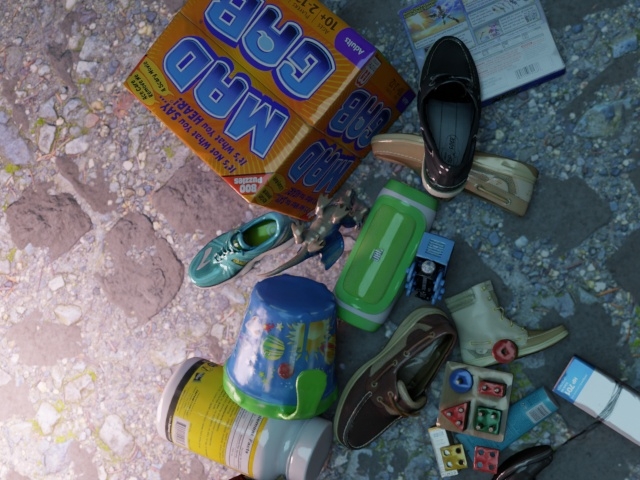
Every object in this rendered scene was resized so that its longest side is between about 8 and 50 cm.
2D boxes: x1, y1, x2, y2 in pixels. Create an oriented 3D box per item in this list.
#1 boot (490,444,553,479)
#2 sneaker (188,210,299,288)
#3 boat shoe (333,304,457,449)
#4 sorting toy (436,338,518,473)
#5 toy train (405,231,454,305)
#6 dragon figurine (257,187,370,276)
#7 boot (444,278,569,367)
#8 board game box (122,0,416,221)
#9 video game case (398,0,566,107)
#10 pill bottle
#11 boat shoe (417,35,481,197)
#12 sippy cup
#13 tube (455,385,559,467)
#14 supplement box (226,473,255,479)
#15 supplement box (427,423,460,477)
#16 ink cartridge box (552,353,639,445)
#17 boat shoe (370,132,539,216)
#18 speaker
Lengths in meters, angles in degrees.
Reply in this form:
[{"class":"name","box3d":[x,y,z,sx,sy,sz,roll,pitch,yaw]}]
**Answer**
[{"class":"boot","box3d":[0.401,0.545,1.729,0.263,0.091,0.229,-43,81,14]},{"class":"sneaker","box3d":[-0.176,0.009,1.925,0.275,0.110,0.107,-32,78,13]},{"class":"boat shoe","box3d":[0.152,0.289,1.771,0.123,0.123,0.342,34,99,-27]},{"class":"sorting toy","box3d":[0.290,0.317,1.719,0.132,0.046,0.274,9,91,22]},{"class":"toy train","box3d":[0.216,0.059,1.769,0.080,0.184,0.105,20,73,12]},{"class":"dragon figurine","box3d":[0.000,0.000,1.827,0.085,0.144,0.289,31,73,21]},{"class":"boot","box3d":[0.362,0.153,1.767,0.213,0.077,0.165,-19,78,16]},{"class":"board game box","box3d":[-0.086,-0.299,1.790,0.356,0.356,0.356,43,99,16]},{"class":"video game case","box3d":[0.325,-0.401,1.825,0.269,0.061,0.244,-21,81,15]},{"class":"pill bottle","box3d":[-0.151,0.378,1.850,0.334,0.188,0.188,19,92,17]},{"class":"boat shoe","box3d":[0.245,-0.257,1.708,0.127,0.113,0.340,9,70,4]},{"class":"sippy cup","box3d":[-0.065,0.197,1.778,0.305,0.240,0.224,26,119,30]},{"class":"tube","box3d":[0.368,0.362,1.765,0.207,0.052,0.080,-38,71,17]},{"class":"supplement box","box3d":[-0.175,0.587,1.838,0.129,0.194,0.191,42,99,16]},{"class":"supplement box","box3d":[0.247,0.414,1.789,0.036,0.062,0.098,-18,82,14]},{"class":"ink cartridge box","box3d":[0.534,0.293,1.667,0.191,0.139,0.082,34,95,17]},{"class":"boat shoe","box3d":[0.254,-0.134,1.796,0.341,0.121,0.110,16,90,16]},{"class":"speaker","box3d":[0.127,0.031,1.822,0.131,0.131,0.296,26,94,17]}]
